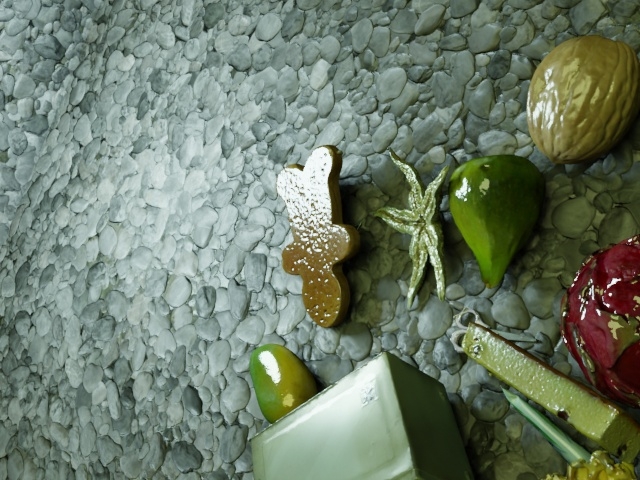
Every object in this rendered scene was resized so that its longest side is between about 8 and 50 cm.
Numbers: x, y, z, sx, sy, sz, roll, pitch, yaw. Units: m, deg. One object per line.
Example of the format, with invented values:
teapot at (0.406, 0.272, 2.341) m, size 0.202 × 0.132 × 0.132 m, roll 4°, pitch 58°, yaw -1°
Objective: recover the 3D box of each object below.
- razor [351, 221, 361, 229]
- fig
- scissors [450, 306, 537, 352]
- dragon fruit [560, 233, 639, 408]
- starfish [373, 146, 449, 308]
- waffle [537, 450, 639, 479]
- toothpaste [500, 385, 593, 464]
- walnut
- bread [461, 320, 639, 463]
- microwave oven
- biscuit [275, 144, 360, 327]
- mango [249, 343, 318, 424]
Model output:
razor at (0.021, -0.064, 1.884) m, size 0.190 × 0.033 × 0.066 m, roll 38°, pitch 100°, yaw 38°
fig at (0.367, -0.037, 1.539) m, size 0.206 × 0.206 × 0.275 m, roll -3°, pitch 89°, yaw 36°
scissors at (0.363, 0.197, 1.564) m, size 0.189 × 0.015 × 0.100 m, roll 4°, pitch 77°, yaw 37°
dragon fruit at (0.563, 0.140, 1.246) m, size 0.329 × 0.329 × 0.329 m, roll -11°, pitch 71°, yaw 34°
starfish at (0.217, -0.026, 1.672) m, size 0.347 × 0.078 × 0.358 m, roll -141°, pitch 49°, yaw -57°
waffle at (0.504, 0.533, 1.301) m, size 0.329 × 0.062 × 0.329 m, roll 3°, pitch 95°, yaw 35°
toothpaste at (0.456, 0.382, 1.411) m, size 0.048 × 0.075 × 0.297 m, roll -48°, pitch 56°, yaw 1°
walnut at (0.514, -0.273, 1.463) m, size 0.225 × 0.225 × 0.261 m, roll 29°, pitch 100°, yaw 38°
bread at (0.416, 0.271, 1.373) m, size 0.077 × 0.138 × 0.361 m, roll -55°, pitch 37°, yaw -2°
microwave oven at (0.087, 0.478, 1.508) m, size 0.394 × 0.247 × 0.333 m, roll -37°, pitch 39°, yaw 24°
biscuit at (0.001, 0.000, 1.837) m, size 0.283 × 0.064 × 0.432 m, roll -22°, pitch 75°, yaw 49°
mango at (-0.092, 0.347, 1.807) m, size 0.156 × 0.114 × 0.251 m, roll -57°, pitch 39°, yaw 22°
